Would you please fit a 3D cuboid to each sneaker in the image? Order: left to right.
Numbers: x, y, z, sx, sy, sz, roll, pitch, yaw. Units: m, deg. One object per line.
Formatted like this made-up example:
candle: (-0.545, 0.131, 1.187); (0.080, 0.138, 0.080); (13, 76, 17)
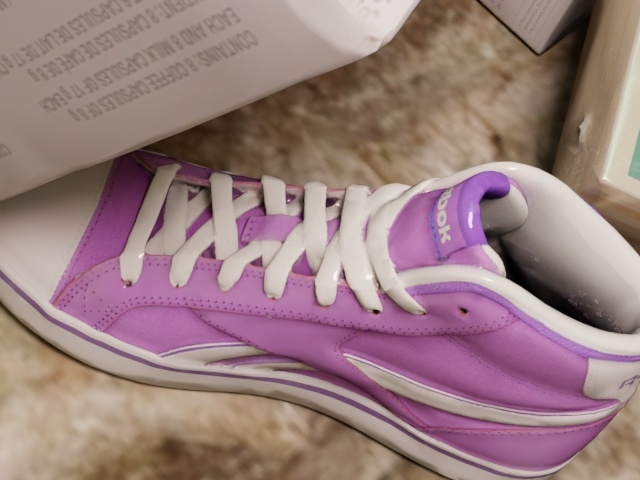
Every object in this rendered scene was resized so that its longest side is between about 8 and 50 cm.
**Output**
sneaker: (0.001, -0.001, 0.584); (0.282, 0.161, 0.102); (17, 59, -5)

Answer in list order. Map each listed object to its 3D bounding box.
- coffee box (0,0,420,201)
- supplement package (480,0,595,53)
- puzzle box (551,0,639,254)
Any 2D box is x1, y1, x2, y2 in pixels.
coffee box: (-0.106, -0.251, 0.520); (0.338, 0.337, 0.334); (50, 54, -22)
supplement package: (0.098, -0.208, 0.763); (0.179, 0.105, 0.105); (45, 60, 10)
puzzle box: (0.317, -0.063, 0.702); (0.409, 0.052, 0.272); (23, 69, -15)
